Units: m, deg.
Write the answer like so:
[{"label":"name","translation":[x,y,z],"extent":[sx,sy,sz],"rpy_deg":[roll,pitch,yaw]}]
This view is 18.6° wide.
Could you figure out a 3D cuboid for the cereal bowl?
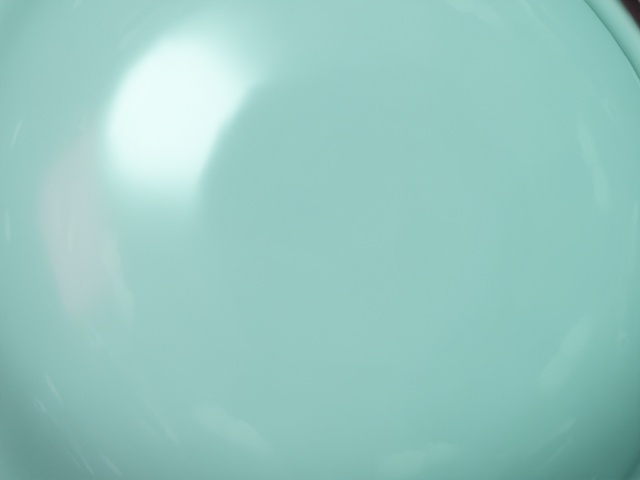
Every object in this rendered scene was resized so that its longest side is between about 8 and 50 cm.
[{"label":"cereal bowl","translation":[0.000,0.000,0.798],"extent":[0.339,0.141,0.339],"rpy_deg":[3,102,17]}]

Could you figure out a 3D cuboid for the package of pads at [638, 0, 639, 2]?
[{"label":"package of pads","translation":[0.158,-0.143,0.920],"extent":[0.296,0.101,0.229],"rpy_deg":[-33,120,-16]}]
